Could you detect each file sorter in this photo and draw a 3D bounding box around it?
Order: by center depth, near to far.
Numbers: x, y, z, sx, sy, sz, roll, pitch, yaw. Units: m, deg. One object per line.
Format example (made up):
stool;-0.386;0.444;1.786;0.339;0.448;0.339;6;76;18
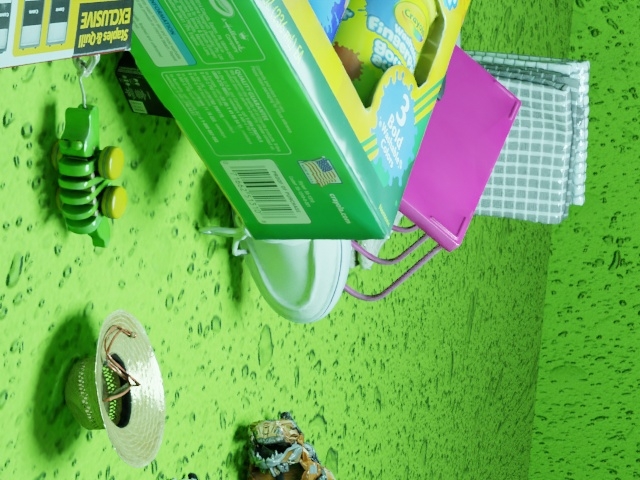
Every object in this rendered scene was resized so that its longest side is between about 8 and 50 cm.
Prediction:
file sorter;0.077;-0.103;1.865;0.182;0.202;0.290;-41;-166;43

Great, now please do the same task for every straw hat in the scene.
straw hat;-0.198;0.137;1.413;0.144;0.061;0.144;-9;90;-72

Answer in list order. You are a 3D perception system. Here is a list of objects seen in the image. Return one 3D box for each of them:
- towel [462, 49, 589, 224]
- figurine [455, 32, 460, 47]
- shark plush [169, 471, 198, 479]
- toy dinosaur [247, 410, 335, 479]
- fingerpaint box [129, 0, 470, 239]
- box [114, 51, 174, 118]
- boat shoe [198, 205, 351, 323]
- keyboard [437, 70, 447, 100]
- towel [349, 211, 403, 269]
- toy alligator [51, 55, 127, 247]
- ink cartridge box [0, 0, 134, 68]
towel;0.250;-0.153;2.295;0.121;0.284;0.235;-42;136;-62
figurine;0.137;-0.258;2.087;0.215;0.092;0.209;55;29;-54
shark plush;-0.159;0.287;1.670;0.161;0.073;0.067;-93;-154;-74
toy dinosaur;-0.021;0.341;1.941;0.322;0.164;0.218;41;40;-45
fingerpaint box;-0.027;-0.277;1.419;0.445;0.163;0.371;59;41;-43
box;-0.146;-0.165;1.442;0.062;0.052;0.083;73;32;-55
boat shoe;-0.054;-0.050;1.648;0.156;0.136;0.367;-55;145;-55
keyboard;0.110;-0.338;1.788;0.201;0.033;0.317;26;64;-50
towel;0.079;-0.113;2.172;0.187;0.049;0.282;-56;149;-55
toy alligator;-0.201;-0.070;1.306;0.051;0.056;0.189;-53;148;-56
ink cartridge box;-0.239;-0.187;1.016;0.309;0.130;0.271;-30;128;-68
